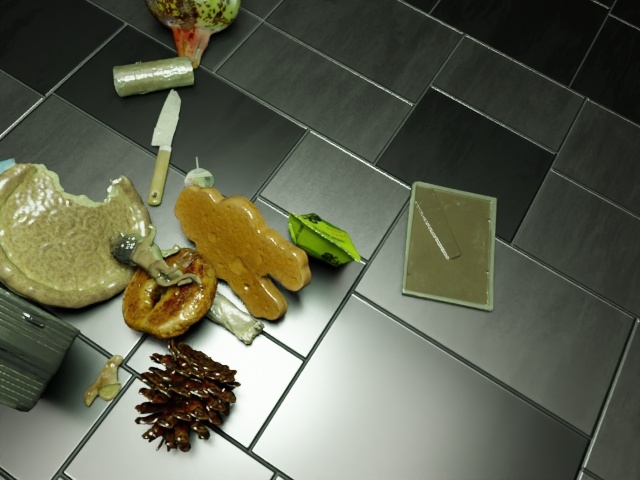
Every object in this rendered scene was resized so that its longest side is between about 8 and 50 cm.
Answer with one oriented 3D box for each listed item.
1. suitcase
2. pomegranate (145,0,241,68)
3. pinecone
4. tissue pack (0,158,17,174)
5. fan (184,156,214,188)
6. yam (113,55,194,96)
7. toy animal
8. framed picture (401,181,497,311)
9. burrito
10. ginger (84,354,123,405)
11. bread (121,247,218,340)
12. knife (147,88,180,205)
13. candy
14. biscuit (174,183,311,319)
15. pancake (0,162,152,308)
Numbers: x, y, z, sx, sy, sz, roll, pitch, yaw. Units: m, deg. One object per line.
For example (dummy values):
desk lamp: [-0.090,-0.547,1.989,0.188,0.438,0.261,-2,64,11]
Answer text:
suitcase: [-0.555,0.115,0.801,0.335,0.230,0.152,38,69,-25]
pomegranate: [-0.290,-0.515,1.211,0.214,0.214,0.247,6,104,-3]
pinecone: [-0.225,0.262,0.881,0.163,0.163,0.165,25,83,5]
tissue pack: [-0.612,-0.014,0.946,0.230,0.159,0.145,-21,57,-16]
fan: [-0.248,-0.135,1.131,0.060,0.003,0.080,19,66,2]
yam: [-0.363,-0.361,1.184,0.170,0.068,0.068,-13,68,-13]
toy animal: [-0.277,0.029,0.940,0.220,0.069,0.086,22,79,32]
framed picture: [0.268,0.007,1.111,0.189,0.023,0.259,10,66,-2]
burrito: [-0.183,0.129,1.002,0.171,0.042,0.051,34,75,7]
ginger: [-0.368,0.245,0.936,0.048,0.030,0.097,28,68,8]
bread: [-0.267,0.093,0.967,0.193,0.064,0.193,-13,49,15]
knife: [-0.335,-0.207,1.147,0.047,0.017,0.297,3,66,3]
candy: [0.000,0.000,0.976,0.149,0.246,0.069,28,85,0]
biscuit: [-0.150,0.010,0.995,0.295,0.186,0.044,45,31,9]
pancake: [-0.432,-0.020,0.950,0.288,0.033,0.286,52,55,-28]
